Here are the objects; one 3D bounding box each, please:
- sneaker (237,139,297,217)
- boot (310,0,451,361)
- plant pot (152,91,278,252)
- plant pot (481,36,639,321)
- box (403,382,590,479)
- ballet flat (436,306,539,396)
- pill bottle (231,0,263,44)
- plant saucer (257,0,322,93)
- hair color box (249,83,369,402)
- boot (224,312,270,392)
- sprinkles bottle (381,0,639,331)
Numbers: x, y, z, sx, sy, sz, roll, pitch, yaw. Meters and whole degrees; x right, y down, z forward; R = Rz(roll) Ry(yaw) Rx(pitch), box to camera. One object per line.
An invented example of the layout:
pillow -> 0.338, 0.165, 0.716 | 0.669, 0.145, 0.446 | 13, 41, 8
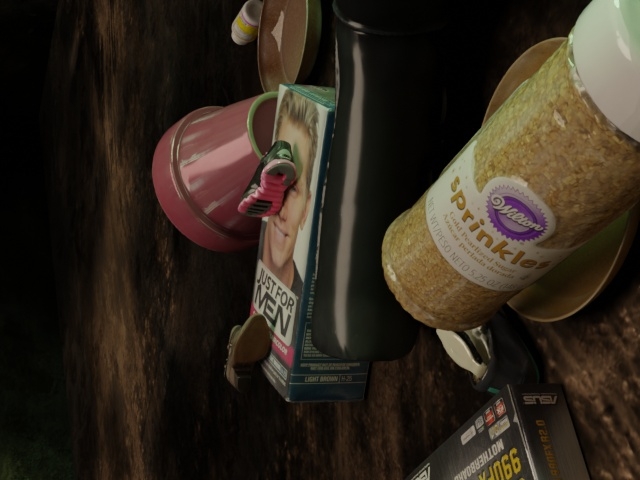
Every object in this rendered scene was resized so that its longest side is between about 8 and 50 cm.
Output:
sneaker -> -0.061, -0.072, 1.281 | 0.119, 0.047, 0.057 | -49, 37, 47
boot -> 0.046, -0.102, 1.021 | 0.367, 0.146, 0.445 | -27, -52, -76
plant pot -> -0.094, -0.104, 1.466 | 0.180, 0.201, 0.201 | -28, 61, 47
plant pot -> 0.200, -0.050, 0.925 | 0.236, 0.032, 0.236 | -178, 90, -67
box -> 0.158, 0.256, 0.971 | 0.231, 0.056, 0.183 | 122, 143, -52
ballet flat -> 0.135, 0.068, 1.025 | 0.203, 0.074, 0.074 | -112, 32, -46
pill bottle -> -0.110, -0.332, 1.691 | 0.083, 0.043, 0.043 | 142, 126, -62
plant saucer -> -0.040, -0.289, 1.526 | 0.198, 0.036, 0.199 | -179, 90, -68
hair color box -> 0.000, 0.000, 1.315 | 0.174, 0.105, 0.347 | -141, 57, -63
boot -> -0.093, 0.126, 1.347 | 0.087, 0.042, 0.119 | -117, 40, -65
sprinkles bottle -> 0.167, -0.050, 0.807 | 0.355, 0.121, 0.121 | 129, 138, -56
